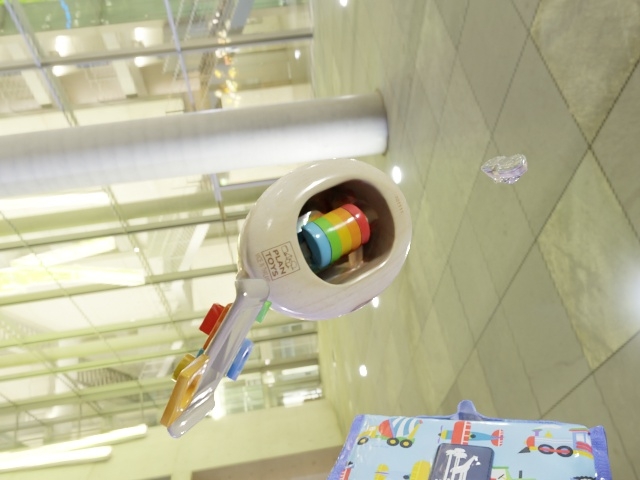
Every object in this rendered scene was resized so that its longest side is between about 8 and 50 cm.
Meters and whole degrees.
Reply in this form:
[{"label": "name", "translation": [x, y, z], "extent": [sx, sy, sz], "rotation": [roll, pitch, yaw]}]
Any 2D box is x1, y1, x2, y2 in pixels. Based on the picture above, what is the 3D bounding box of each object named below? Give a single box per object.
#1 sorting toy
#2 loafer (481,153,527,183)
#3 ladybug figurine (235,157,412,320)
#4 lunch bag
[{"label": "sorting toy", "translation": [-0.134, 0.135, 0.756], "extent": [0.196, 0.047, 0.347], "rotation": [-65, -6, -1]}, {"label": "loafer", "translation": [0.286, -0.105, 0.899], "extent": [0.039, 0.045, 0.125], "rotation": [55, 180, -10]}, {"label": "ladybug figurine", "translation": [0.000, 0.000, 1.203], "extent": [0.161, 0.449, 0.305], "rotation": [-17, 94, 51]}, {"label": "lunch bag", "translation": [0.111, 0.244, 0.447], "extent": [0.293, 0.220, 0.138], "rotation": [-64, -38, -54]}]
